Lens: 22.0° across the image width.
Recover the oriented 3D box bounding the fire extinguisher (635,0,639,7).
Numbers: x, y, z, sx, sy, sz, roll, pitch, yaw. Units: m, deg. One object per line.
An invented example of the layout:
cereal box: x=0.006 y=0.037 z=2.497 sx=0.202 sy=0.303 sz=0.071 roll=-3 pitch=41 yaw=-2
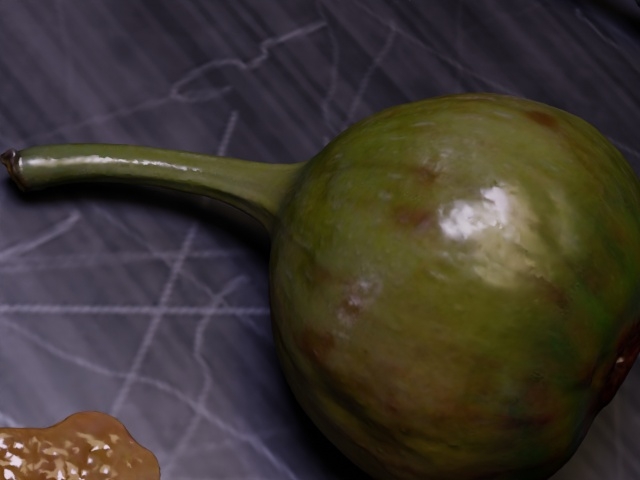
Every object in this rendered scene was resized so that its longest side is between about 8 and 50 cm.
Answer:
fire extinguisher: x=0.086 y=-0.212 z=0.763 sx=0.376 sy=0.113 sz=0.200 roll=33 pitch=54 yaw=4

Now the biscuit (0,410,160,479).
biscuit: x=-0.095 y=0.137 z=0.522 sx=0.133 sy=0.027 sz=0.184 roll=-7 pitch=62 yaw=-24

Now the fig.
fig: x=0.000 y=0.000 z=0.611 sx=0.245 sy=0.149 sz=0.149 roll=21 pitch=51 yaw=19
